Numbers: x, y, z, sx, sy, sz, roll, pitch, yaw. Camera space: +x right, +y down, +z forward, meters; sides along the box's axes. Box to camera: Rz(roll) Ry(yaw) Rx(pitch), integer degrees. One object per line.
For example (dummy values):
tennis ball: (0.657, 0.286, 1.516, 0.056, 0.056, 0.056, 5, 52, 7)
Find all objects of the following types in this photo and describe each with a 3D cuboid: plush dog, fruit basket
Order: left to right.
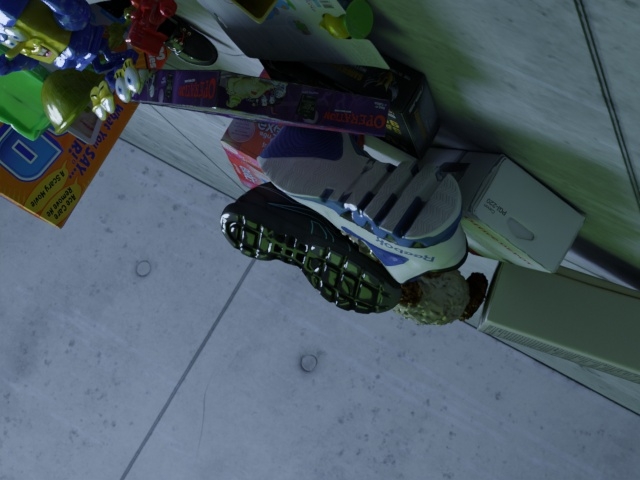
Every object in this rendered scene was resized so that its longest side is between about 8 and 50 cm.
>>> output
fruit basket: (-0.423, -0.328, 1.940, 0.327, 0.353, 0.165, 34, 131, -18)
plush dog: (0.120, 0.034, 1.902, 0.262, 0.211, 0.225, 9, -148, -41)

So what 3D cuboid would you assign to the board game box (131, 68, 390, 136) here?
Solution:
board game box: (-0.089, -0.167, 1.580, 0.208, 0.056, 0.347, 3, -174, -25)

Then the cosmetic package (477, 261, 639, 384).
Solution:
cosmetic package: (0.387, 0.119, 1.876, 0.309, 0.113, 0.160, 18, 173, 4)

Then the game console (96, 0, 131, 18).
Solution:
game console: (-0.328, -0.393, 1.966, 0.122, 0.071, 0.107, 34, -157, -19)

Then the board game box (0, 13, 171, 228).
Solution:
board game box: (-0.518, -0.268, 2.252, 0.356, 0.357, 0.356, 33, 174, -17)

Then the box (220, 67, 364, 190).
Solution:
box: (-0.033, -0.140, 1.928, 0.142, 0.154, 0.300, 29, 172, 7)

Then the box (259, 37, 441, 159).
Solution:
box: (0.028, -0.196, 1.625, 0.231, 0.056, 0.183, 29, 173, 16)

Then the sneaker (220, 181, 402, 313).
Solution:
sneaker: (0.000, 0.000, 1.774, 0.267, 0.106, 0.101, 29, 138, 13)

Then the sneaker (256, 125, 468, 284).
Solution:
sneaker: (0.067, -0.034, 1.686, 0.315, 0.127, 0.182, 30, 161, 38)

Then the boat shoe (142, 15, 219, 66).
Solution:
boat shoe: (-0.210, -0.300, 1.963, 0.133, 0.049, 0.042, 35, -178, 5)

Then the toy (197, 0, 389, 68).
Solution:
toy: (-0.032, -0.253, 1.459, 0.237, 0.056, 0.137, 16, 157, 47)

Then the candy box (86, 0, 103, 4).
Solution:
candy box: (-0.338, -0.352, 1.655, 0.164, 0.070, 0.196, -12, 169, 4)

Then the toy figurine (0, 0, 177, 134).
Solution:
toy figurine: (-0.330, -0.276, 1.641, 0.217, 0.191, 0.362, 26, 162, -21)

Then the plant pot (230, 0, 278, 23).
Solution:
plant pot: (-0.080, -0.284, 1.360, 0.081, 0.081, 0.083, 34, -175, -29)

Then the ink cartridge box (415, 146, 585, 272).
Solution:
ink cartridge box: (0.220, -0.043, 1.759, 0.158, 0.092, 0.218, 34, 175, -22)
